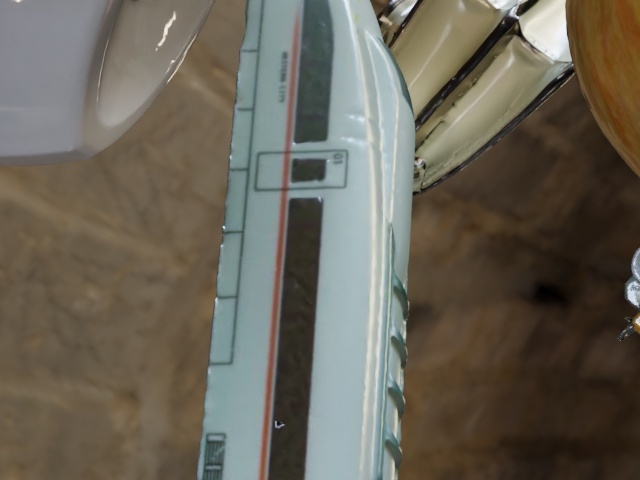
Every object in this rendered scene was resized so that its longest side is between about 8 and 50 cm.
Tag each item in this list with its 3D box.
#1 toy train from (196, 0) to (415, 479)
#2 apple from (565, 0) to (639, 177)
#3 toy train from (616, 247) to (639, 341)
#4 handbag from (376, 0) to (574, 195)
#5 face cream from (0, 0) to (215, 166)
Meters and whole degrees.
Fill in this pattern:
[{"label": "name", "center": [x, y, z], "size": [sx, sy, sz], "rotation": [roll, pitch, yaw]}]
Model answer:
[{"label": "toy train", "center": [0.000, 0.000, 0.956], "size": [0.086, 0.088, 0.407], "rotation": [62, -152, -60]}, {"label": "apple", "center": [0.234, -0.087, 0.715], "size": [0.264, 0.264, 0.264], "rotation": [-50, -19, -25]}, {"label": "toy train", "center": [0.338, 0.020, 1.600], "size": [0.219, 0.127, 0.089], "rotation": [-48, -12, 8]}, {"label": "handbag", "center": [0.180, -0.213, 1.749], "size": [0.358, 0.160, 0.237], "rotation": [-45, -4, -44]}, {"label": "face cream", "center": [-0.238, -0.216, 1.136], "size": [0.312, 0.357, 0.219], "rotation": [-64, -14, -1]}]
